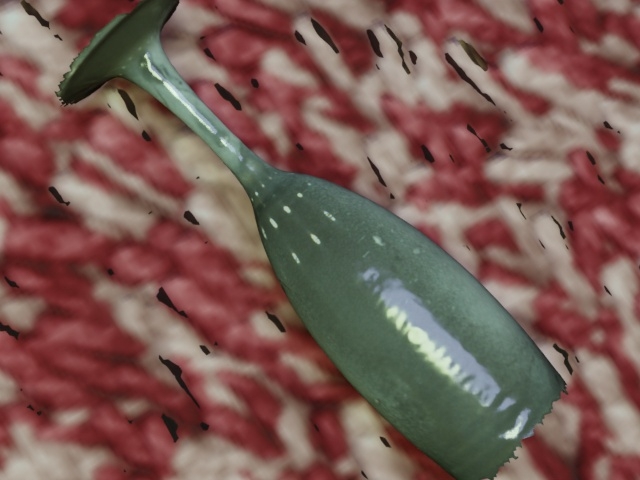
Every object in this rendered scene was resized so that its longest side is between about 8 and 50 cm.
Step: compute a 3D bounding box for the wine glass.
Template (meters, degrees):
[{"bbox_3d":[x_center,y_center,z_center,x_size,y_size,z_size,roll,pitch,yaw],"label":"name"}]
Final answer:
[{"bbox_3d":[0.000,0.000,0.524,0.198,0.066,0.066,45,73,3],"label":"wine glass"}]
